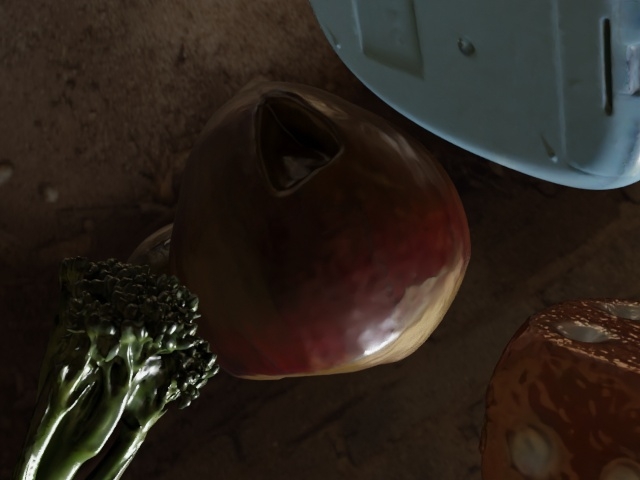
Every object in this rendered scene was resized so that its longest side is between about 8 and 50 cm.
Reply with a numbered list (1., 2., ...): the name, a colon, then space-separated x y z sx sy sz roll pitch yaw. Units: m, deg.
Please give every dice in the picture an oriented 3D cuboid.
1. dice: 0.231 0.147 0.798 0.174 0.179 0.174 -15 119 -49

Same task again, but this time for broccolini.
1. broccolini: -0.101 0.108 0.389 0.067 0.058 0.216 25 100 8

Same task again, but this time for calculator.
1. calculator: 0.094 -0.118 0.545 0.042 0.303 0.188 -34 130 -26

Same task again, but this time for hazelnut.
1. hazelnut: 0.000 0.000 1.345 0.402 0.429 0.402 1 78 -6

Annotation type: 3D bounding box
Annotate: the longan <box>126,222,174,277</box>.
1. longan: -0.214 0.082 1.859 0.258 0.258 0.258 -6 119 -11
